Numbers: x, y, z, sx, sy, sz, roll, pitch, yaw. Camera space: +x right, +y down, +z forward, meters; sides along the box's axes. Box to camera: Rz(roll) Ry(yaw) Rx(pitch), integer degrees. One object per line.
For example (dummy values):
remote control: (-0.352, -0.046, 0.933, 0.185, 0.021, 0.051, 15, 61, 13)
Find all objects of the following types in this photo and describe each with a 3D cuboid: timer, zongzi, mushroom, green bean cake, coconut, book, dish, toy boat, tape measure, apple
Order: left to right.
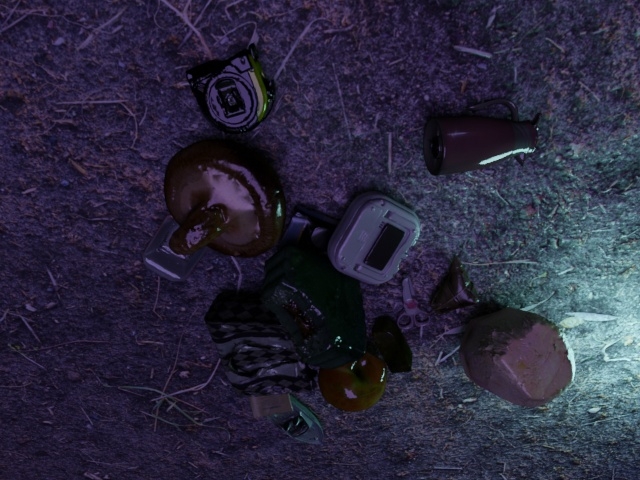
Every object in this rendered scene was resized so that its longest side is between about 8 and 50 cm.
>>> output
dish: (-0.446, 0.024, 1.246, 0.154, 0.064, 0.234, 34, 115, -18)
mushroom: (-0.255, -0.112, 1.091, 0.344, 0.239, 0.345, -12, 136, -11)
tape measure: (-0.209, -0.358, 0.988, 0.198, 0.112, 0.186, -16, 122, 12)
book: (-0.209, 0.593, 1.575, 0.167, 0.013, 0.193, -14, 94, 8)
toy boat: (-0.093, 0.767, 1.680, 0.141, 0.092, 0.319, -36, 115, 15)
green bean cake: (-0.027, 0.195, 1.169, 0.307, 0.300, 0.169, 29, 133, -31)
apple: (0.111, 0.492, 1.457, 0.246, 0.246, 0.226, 17, 150, -10)
timer: (0.161, -0.002, 1.177, 0.236, 0.087, 0.262, 24, 104, -22)
zongzi: (0.404, 0.152, 1.330, 0.188, 0.081, 0.178, -25, 97, 31)
coconut: (0.621, 0.367, 1.322, 0.297, 0.309, 0.298, 0, 84, -5)

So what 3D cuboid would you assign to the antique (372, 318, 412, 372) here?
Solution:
antique: (0.257, 0.372, 1.437, 0.081, 0.080, 0.221, -14, 120, 24)

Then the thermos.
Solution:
thermos: (0.413, -0.266, 1.031, 0.264, 0.146, 0.177, -8, 96, -4)

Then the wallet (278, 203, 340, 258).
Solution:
wallet: (0.000, 0.000, 1.227, 0.230, 0.069, 0.170, 19, 117, -15)

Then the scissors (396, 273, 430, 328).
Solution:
scissors: (0.309, 0.212, 1.375, 0.118, 0.031, 0.242, -11, 123, 8)

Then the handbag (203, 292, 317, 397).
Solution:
handbag: (-0.182, 0.372, 1.384, 0.316, 0.180, 0.416, 0, 126, 10)
